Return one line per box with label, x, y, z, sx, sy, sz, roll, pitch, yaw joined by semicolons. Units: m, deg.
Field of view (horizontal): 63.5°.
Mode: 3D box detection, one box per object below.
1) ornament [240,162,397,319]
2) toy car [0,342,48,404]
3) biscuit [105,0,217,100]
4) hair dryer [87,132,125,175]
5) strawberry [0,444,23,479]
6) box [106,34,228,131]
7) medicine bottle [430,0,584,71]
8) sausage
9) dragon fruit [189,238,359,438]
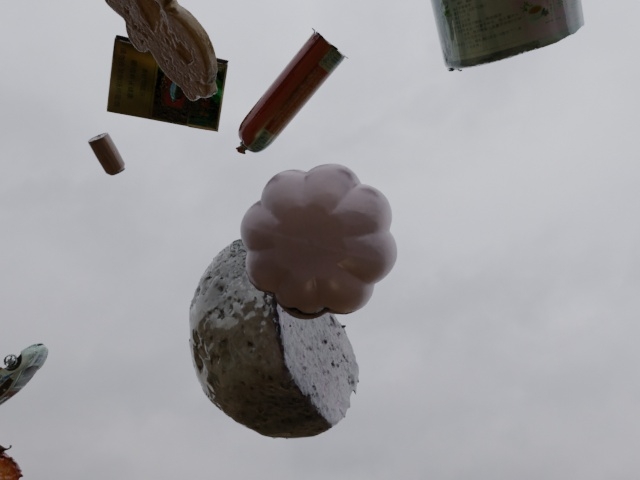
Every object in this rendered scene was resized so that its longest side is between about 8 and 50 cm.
ornament;0.000;0.000;0.593;0.178;0.177;0.177;5;-40;4
toy car;-0.627;0.283;1.021;0.056;0.205;0.095;48;-12;8
biscuit;-0.243;-0.333;0.801;0.249;0.035;0.184;49;-30;-8
hair dryer;-0.638;-0.267;1.534;0.064;0.182;0.117;-30;-58;-15
strawberry;-0.555;0.407;0.816;0.147;0.187;0.082;6;-28;-18
box;-0.334;-0.337;1.133;0.240;0.071;0.159;6;-80;-22
medicine bottle;0.298;-0.471;0.883;0.245;0.245;0.289;-12;-68;23
sausage;-0.068;-0.255;0.938;0.083;0.083;0.264;35;-69;-28
dragon fruit;-0.089;0.162;0.746;0.204;0.221;0.283;-18;-60;19
